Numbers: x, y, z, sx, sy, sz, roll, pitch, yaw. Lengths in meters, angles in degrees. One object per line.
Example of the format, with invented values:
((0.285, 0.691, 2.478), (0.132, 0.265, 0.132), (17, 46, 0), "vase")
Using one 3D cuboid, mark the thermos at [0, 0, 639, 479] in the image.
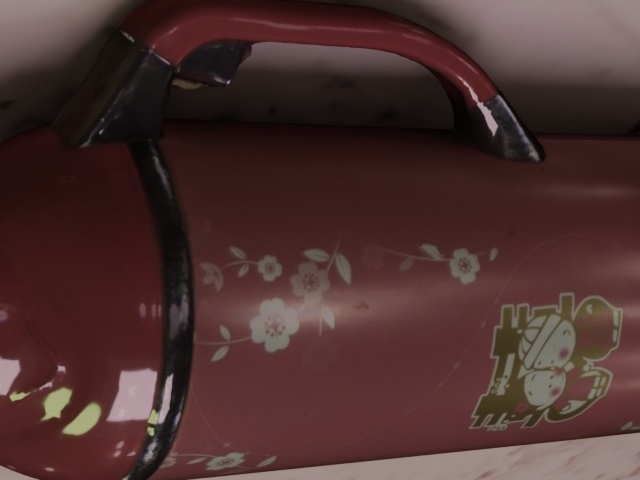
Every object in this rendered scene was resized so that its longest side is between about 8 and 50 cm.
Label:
((0.001, 0.008, 0.415), (0.330, 0.110, 0.136), (-1, 144, -28), "thermos")
